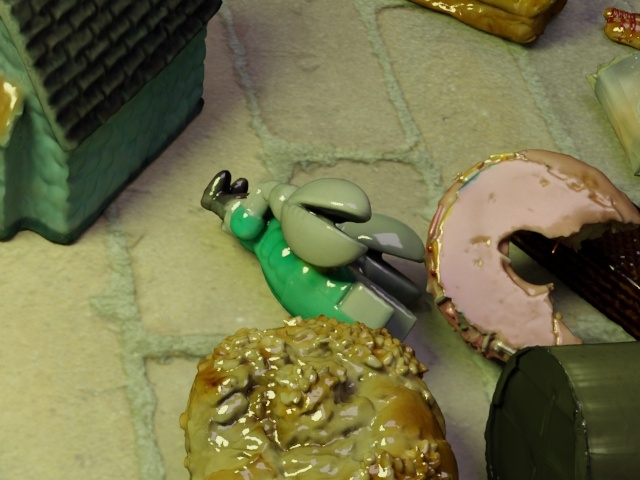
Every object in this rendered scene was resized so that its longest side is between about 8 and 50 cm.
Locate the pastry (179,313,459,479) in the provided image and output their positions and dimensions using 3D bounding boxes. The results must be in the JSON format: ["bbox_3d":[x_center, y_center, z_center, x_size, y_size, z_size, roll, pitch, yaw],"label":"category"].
[{"bbox_3d":[0.002,0.185,1.424,0.255,0.162,0.311,2,46,-16],"label":"pastry"}]

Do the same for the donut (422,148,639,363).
[{"bbox_3d":[0.205,0.016,1.645,0.199,0.085,0.233,27,75,7],"label":"donut"}]

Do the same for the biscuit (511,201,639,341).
[{"bbox_3d":[0.373,0.061,1.707,0.107,0.073,0.388,-31,59,-35],"label":"biscuit"}]

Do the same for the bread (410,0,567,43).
[{"bbox_3d":[0.147,-0.390,2.088,0.380,0.109,0.185,24,45,13],"label":"bread"}]

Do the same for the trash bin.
[{"bbox_3d":[0.325,0.184,1.464,0.301,0.252,0.203,-2,4,-18],"label":"trash bin"}]

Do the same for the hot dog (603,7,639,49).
[{"bbox_3d":[0.437,-0.270,2.086,0.144,0.038,0.062,19,44,5],"label":"hot dog"}]

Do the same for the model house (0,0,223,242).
[{"bbox_3d":[-0.298,-0.238,1.655,0.297,0.339,0.360,29,46,12],"label":"model house"}]

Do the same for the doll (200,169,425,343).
[{"bbox_3d":[-0.005,0.001,1.609,0.258,0.153,0.195,33,9,3],"label":"doll"}]

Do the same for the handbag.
[{"bbox_3d":[0.403,-0.159,1.926,0.117,0.095,0.173,-2,49,-21],"label":"handbag"}]
